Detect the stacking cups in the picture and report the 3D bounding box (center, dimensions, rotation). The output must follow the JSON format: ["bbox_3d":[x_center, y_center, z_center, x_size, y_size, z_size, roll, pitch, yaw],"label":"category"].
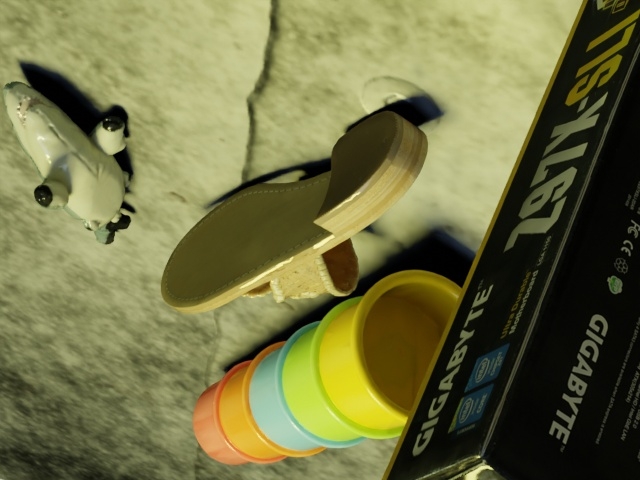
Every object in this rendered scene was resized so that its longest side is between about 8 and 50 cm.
[{"bbox_3d":[-0.009,0.096,1.188,0.096,0.096,0.316,36,154,-15],"label":"stacking cups"}]

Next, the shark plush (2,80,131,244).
[{"bbox_3d":[-0.154,-0.047,1.163,0.067,0.073,0.161,34,175,25],"label":"shark plush"}]

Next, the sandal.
[{"bbox_3d":[-0.002,0.005,1.072,0.079,0.088,0.240,33,142,-24],"label":"sandal"}]

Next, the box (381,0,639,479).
[{"bbox_3d":[0.193,0.036,0.744,0.257,0.322,0.079,35,146,-16],"label":"box"}]
